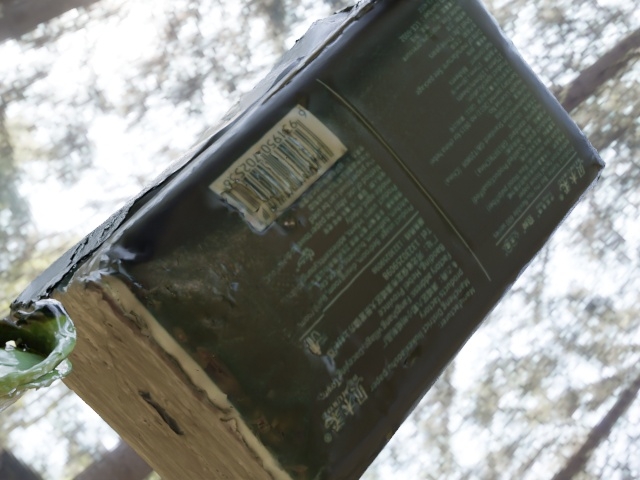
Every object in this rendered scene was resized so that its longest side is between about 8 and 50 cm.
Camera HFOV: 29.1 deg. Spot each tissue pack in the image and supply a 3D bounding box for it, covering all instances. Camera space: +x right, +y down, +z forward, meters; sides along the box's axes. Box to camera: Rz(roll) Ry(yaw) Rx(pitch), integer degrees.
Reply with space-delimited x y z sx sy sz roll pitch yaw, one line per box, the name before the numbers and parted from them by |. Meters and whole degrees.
tissue pack | 0.000 0.000 0.998 0.264 0.416 0.253 48 -27 -10

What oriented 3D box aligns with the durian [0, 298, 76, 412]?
durian | -0.223 0.074 0.428 0.132 0.375 0.107 22 -76 30
